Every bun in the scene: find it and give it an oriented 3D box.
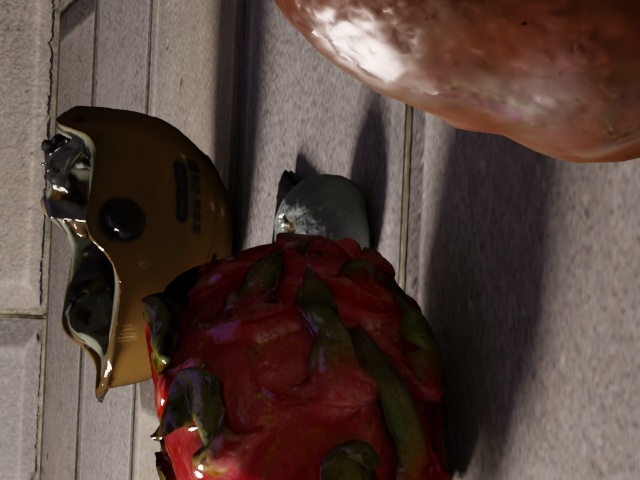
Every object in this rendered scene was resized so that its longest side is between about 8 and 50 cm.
[{"bbox_3d":[0.000,0.000,1.041,0.083,0.045,0.083,178,90,-74],"label":"bun"}]

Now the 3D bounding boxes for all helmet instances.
[{"bbox_3d":[-0.131,0.002,1.390,0.198,0.130,0.224,111,146,-62],"label":"helmet"}]

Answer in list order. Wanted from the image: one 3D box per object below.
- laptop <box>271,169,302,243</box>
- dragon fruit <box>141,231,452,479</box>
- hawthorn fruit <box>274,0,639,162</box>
[{"bbox_3d":[-0.019,0.055,1.168,0.129,0.016,0.180,-132,47,-69],"label":"laptop"},{"bbox_3d":[-0.012,0.096,0.869,0.166,0.160,0.172,-42,42,38],"label":"dragon fruit"},{"bbox_3d":[0.079,-0.150,0.508,0.199,0.199,0.251,-109,37,-55],"label":"hawthorn fruit"}]
